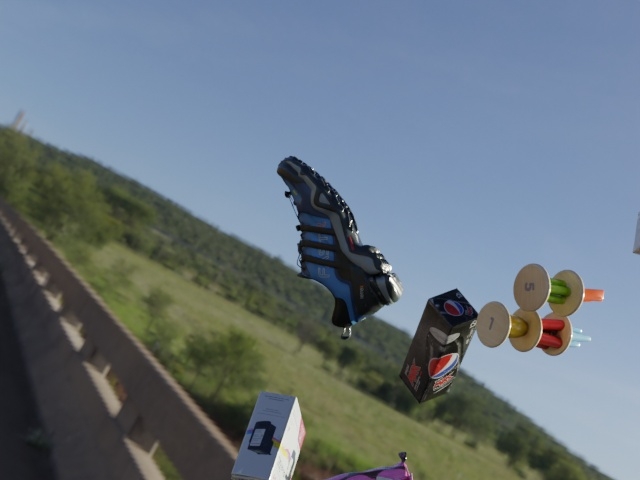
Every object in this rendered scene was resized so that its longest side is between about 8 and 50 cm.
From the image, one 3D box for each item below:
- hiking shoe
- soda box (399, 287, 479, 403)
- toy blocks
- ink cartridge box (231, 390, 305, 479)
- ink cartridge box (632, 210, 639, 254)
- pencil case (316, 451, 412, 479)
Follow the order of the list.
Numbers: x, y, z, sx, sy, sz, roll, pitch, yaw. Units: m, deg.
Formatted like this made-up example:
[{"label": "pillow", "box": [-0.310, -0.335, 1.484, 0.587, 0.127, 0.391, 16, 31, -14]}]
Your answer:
[{"label": "hiking shoe", "box": [0.000, 0.000, 1.617, 0.304, 0.132, 0.113, 56, 8, 17]}, {"label": "soda box", "box": [0.163, 0.148, 1.385, 0.060, 0.053, 0.168, 53, -35, 35]}, {"label": "toy blocks", "box": [0.268, 0.082, 1.136, 0.148, 0.123, 0.054, 10, 45, -33]}, {"label": "ink cartridge box", "box": [-0.090, 0.380, 1.798, 0.072, 0.175, 0.127, 6, -41, 15]}, {"label": "ink cartridge box", "box": [0.659, -0.010, 1.706, 0.203, 0.085, 0.148, 15, -20, -1]}, {"label": "pencil case", "box": [0.031, 0.367, 1.424, 0.209, 0.095, 0.098, -11, -18, -7]}]
